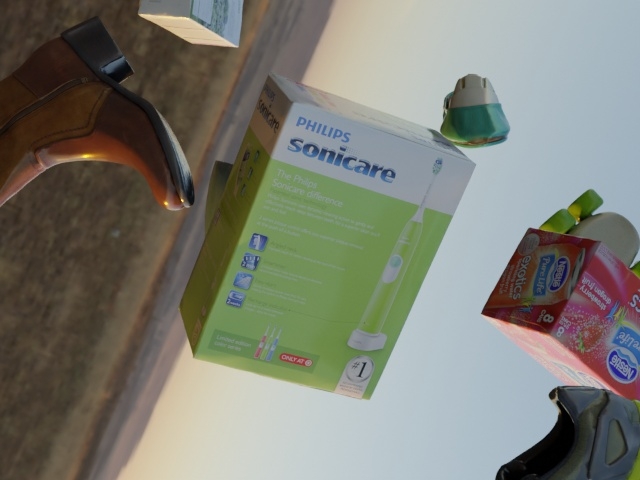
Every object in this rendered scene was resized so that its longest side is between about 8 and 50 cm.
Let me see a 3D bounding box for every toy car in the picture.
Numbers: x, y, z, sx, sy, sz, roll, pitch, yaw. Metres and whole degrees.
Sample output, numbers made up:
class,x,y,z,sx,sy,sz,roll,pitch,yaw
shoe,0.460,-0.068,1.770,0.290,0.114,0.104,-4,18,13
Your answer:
class,x,y,z,sx,sy,sz,roll,pitch,yaw
toy car,0.376,0.046,1.554,0.149,0.155,0.188,-30,165,-37

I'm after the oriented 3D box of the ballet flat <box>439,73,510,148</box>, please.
class,x,y,z,sx,sy,sz,roll,pitch,yaw
ballet flat,0.189,-0.167,1.325,0.247,0.083,0.087,-71,155,-80

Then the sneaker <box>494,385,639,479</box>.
class,x,y,z,sx,sy,sz,roll,pitch,yaw
sneaker,0.194,0.256,0.904,0.300,0.121,0.111,-65,-174,-1

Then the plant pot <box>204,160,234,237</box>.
class,x,y,z,sx,sy,sz,roll,pitch,yaw
plant pot,-0.037,0.031,1.422,0.290,0.290,0.195,-153,-98,-84

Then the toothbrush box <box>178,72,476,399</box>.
class,x,y,z,sx,sy,sz,roll,pitch,yaw
toothbrush box,0.000,0.000,1.086,0.283,0.206,0.122,-68,-158,17

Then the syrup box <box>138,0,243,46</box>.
class,x,y,z,sx,sy,sz,roll,pitch,yaw
syrup box,-0.214,-0.397,1.770,0.237,0.096,0.093,3,94,-76

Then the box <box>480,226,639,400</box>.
class,x,y,z,sx,sy,sz,roll,pitch,yaw
box,0.332,0.108,1.258,0.122,0.257,0.128,16,-109,56

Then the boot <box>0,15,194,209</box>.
class,x,y,z,sx,sy,sz,roll,pitch,yaw
boot,-0.305,-0.082,1.151,0.280,0.264,0.096,-33,170,-3
